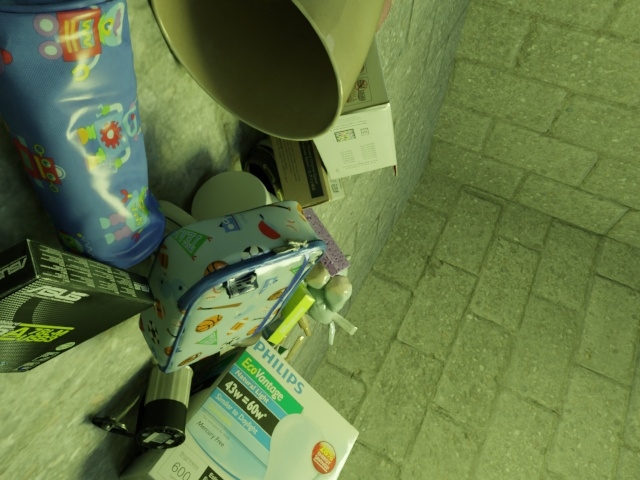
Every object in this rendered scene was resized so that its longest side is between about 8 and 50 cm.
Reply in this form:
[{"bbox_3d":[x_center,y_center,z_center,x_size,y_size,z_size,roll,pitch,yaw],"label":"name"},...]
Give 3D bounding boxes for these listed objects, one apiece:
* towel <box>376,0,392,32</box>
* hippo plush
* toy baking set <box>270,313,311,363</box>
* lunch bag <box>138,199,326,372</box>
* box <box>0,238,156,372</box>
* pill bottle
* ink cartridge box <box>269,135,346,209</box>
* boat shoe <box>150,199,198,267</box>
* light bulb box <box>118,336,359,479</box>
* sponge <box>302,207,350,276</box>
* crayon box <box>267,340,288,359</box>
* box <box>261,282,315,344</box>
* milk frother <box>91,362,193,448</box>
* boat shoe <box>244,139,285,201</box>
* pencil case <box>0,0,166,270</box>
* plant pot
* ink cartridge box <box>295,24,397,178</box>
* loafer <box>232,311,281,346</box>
[{"bbox_3d":[0.129,-0.569,1.032,0.329,0.037,0.237,78,35,-79],"label":"towel"},{"bbox_3d":[0.026,0.114,1.394,0.234,0.294,0.236,-38,-162,41],"label":"hippo plush"},{"bbox_3d":[-0.123,0.274,1.326,0.197,0.030,0.256,-32,121,-10],"label":"toy baking set"},{"bbox_3d":[-0.128,0.069,0.675,0.243,0.115,0.303,-16,155,-40],"label":"lunch bag"},{"bbox_3d":[-0.299,0.079,0.462,0.184,0.045,0.190,-25,162,2],"label":"box"},{"bbox_3d":[-0.128,-0.003,0.862,0.162,0.162,0.278,-61,160,-17],"label":"pill bottle"},{"bbox_3d":[-0.022,-0.165,0.909,0.235,0.088,0.193,-39,115,-78],"label":"ink cartridge box"},{"bbox_3d":[-0.228,0.042,0.732,0.258,0.095,0.084,89,24,-55],"label":"boat shoe"},{"bbox_3d":[-0.164,0.474,1.009,0.225,0.358,0.361,-36,-169,46],"label":"light bulb box"},{"bbox_3d":[0.000,0.000,1.252,0.031,0.210,0.117,-36,176,21],"label":"sponge"},{"bbox_3d":[-0.223,0.456,1.395,0.202,0.081,0.318,-69,165,12],"label":"crayon box"},{"bbox_3d":[-0.102,0.192,1.213,0.042,0.109,0.178,37,96,-34],"label":"box"},{"bbox_3d":[-0.318,0.293,0.825,0.143,0.129,0.134,55,16,-39],"label":"milk frother"},{"bbox_3d":[-0.112,-0.098,0.946,0.227,0.081,0.068,84,29,-46],"label":"boat shoe"},{"bbox_3d":[-0.232,-0.108,0.449,0.133,0.119,0.306,-55,161,-42],"label":"pencil case"},{"bbox_3d":[-0.021,-0.315,0.572,0.274,0.256,0.256,-58,163,-22],"label":"plant pot"},{"bbox_3d":[0.044,-0.283,0.801,0.272,0.130,0.309,54,27,-69],"label":"ink cartridge box"},{"bbox_3d":[-0.183,0.143,1.026,0.366,0.134,0.130,-29,122,-81],"label":"loafer"}]
